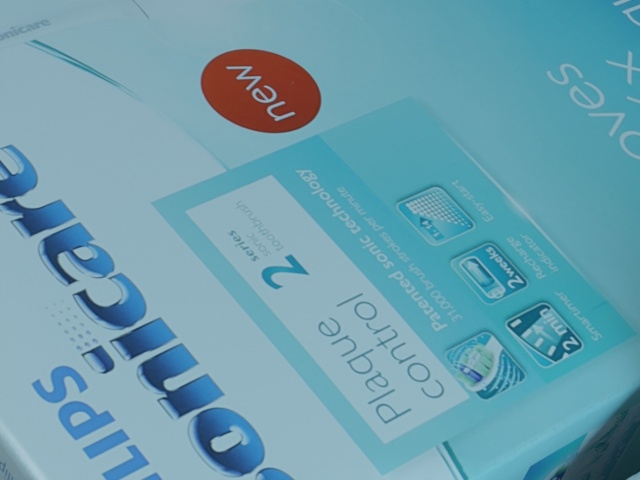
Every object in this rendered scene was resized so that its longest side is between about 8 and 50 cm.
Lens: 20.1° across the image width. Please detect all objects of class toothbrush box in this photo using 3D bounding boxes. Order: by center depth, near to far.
[{"bbox_3d":[0.000,0.000,0.510,0.295,0.126,0.216,-23,59,-33],"label":"toothbrush box"}]

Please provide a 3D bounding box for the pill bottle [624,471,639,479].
[{"bbox_3d":[0.171,0.242,0.368,0.229,0.229,0.408,-13,61,4],"label":"pill bottle"}]
